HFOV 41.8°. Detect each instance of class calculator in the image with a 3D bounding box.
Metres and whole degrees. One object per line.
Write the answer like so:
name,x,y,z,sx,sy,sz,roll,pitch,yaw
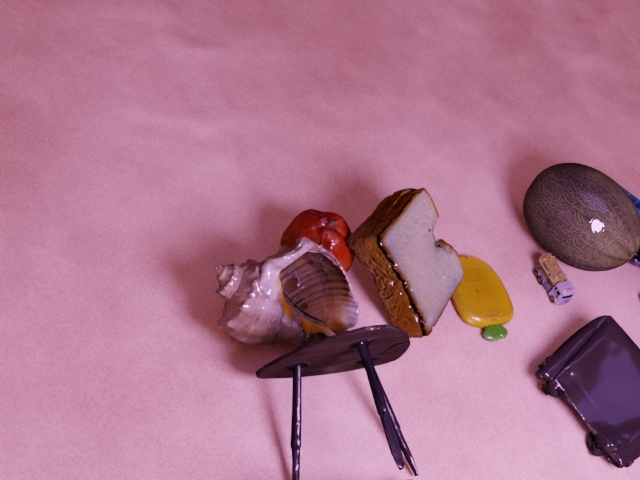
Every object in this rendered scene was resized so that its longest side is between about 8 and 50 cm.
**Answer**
calculator,0.376,0.132,1.966,0.146,0.032,0.235,-4,52,-21

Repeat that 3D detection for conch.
conch,-0.070,0.106,1.717,0.324,0.263,0.186,27,21,-41

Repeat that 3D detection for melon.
melon,0.650,-0.055,2.075,0.302,0.237,0.237,42,51,16

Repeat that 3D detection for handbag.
handbag,0.634,0.332,1.845,0.257,0.113,0.285,-29,73,-28

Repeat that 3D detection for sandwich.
sandwich,0.202,0.036,1.853,0.249,0.095,0.273,-47,116,-40

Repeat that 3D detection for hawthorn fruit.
hawthorn fruit,-0.006,0.008,1.844,0.173,0.179,0.173,-11,48,12

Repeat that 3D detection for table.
table,0.070,0.322,1.564,0.317,0.317,0.249,-4,68,-22

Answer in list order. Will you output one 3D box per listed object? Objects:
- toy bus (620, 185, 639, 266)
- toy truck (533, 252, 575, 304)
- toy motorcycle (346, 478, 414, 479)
toy bus,0.830,-0.025,2.190,0.234,0.116,0.133,42,42,18
toy truck,0.571,0.093,2.044,0.052,0.063,0.123,-9,56,-26
toy motorcycle,0.088,0.528,1.470,0.326,0.191,0.200,7,58,-37
